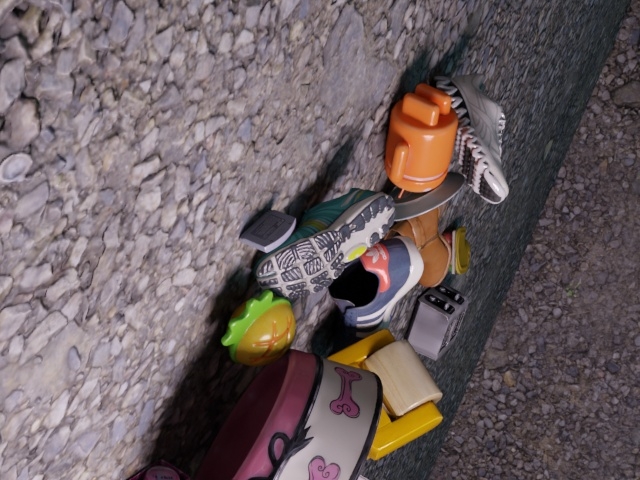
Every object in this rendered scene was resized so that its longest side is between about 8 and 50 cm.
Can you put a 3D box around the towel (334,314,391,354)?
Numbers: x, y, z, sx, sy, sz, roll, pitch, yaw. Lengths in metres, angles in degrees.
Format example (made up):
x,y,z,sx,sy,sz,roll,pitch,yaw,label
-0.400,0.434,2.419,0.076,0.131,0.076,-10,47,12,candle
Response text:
x,y,z,sx,sy,sz,roll,pitch,yaw,label
0.058,0.280,2.036,0.336,0.040,0.243,-59,160,-10,towel

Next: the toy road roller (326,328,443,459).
x,y,z,sx,sy,sz,roll,pitch,yaw,label
0.061,0.349,1.766,0.330,0.202,0.240,-27,157,-11,toy road roller

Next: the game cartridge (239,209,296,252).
x,y,z,sx,sy,sz,roll,pitch,yaw,label
-0.075,-0.014,1.339,0.083,0.056,0.017,-45,144,-41,game cartridge

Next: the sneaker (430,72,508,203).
x,y,z,sx,sy,sz,roll,pitch,yaw,label
0.311,-0.208,1.729,0.118,0.292,0.110,-15,156,-7,sneaker

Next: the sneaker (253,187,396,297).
x,y,z,sx,sy,sz,roll,pitch,yaw,label
0.000,0.000,1.471,0.275,0.110,0.107,-33,128,-26,sneaker

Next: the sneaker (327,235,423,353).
x,y,z,sx,sy,sz,roll,pitch,yaw,label
0.067,0.125,1.782,0.148,0.131,0.350,-5,136,-31,sneaker

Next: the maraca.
x,y,z,sx,sy,sz,roll,pitch,yaw,label
-0.097,0.135,1.388,0.127,0.099,0.185,-51,158,-9,maraca

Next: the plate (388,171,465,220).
x,y,z,sx,sy,sz,roll,pitch,yaw,label
0.194,-0.095,1.769,0.188,0.188,0.024,-45,117,-42,plate

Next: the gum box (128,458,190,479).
x,y,z,sx,sy,sz,roll,pitch,yaw,label
-0.280,0.415,1.319,0.188,0.062,0.107,-23,134,-61,gum box

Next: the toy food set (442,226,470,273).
x,y,z,sx,sy,sz,roll,pitch,yaw,label
0.347,0.027,2.405,0.218,0.071,0.128,-3,92,-69,toy food set

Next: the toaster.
x,y,z,sx,sy,sz,roll,pitch,yaw,label
0.316,0.229,2.480,0.168,0.110,0.185,-29,139,-56,toaster

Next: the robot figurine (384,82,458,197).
x,y,z,sx,sy,sz,roll,pitch,yaw,label
0.188,-0.183,1.681,0.158,0.128,0.219,-94,-173,-48,robot figurine

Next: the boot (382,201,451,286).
x,y,z,sx,sy,sz,roll,pitch,yaw,label
0.211,0.032,2.001,0.220,0.109,0.283,-45,150,-45,boot

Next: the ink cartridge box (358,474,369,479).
x,y,z,sx,sy,sz,roll,pitch,yaw,label
0.058,0.733,2.343,0.171,0.168,0.232,-49,154,-38,ink cartridge box

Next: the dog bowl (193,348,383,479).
x,y,z,sx,sy,sz,roll,pitch,yaw,label
-0.075,0.349,1.419,0.408,0.150,0.408,-56,-171,13,dog bowl
